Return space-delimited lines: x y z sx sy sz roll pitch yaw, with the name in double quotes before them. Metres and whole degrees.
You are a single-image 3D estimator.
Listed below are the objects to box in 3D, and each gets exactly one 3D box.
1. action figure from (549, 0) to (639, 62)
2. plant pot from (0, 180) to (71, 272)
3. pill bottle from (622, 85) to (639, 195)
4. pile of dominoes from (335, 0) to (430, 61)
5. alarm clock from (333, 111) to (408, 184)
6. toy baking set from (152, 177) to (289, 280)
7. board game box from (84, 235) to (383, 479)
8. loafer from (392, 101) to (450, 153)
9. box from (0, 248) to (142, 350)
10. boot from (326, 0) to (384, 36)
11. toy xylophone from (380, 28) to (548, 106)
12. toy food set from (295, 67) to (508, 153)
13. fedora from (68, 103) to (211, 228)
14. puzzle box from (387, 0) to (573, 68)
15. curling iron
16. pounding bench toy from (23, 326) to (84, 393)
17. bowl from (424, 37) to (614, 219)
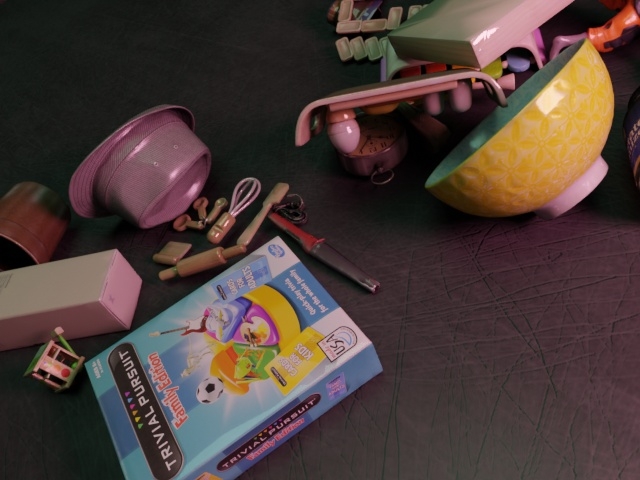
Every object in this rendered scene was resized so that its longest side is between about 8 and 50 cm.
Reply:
"action figure" 0.555 -0.372 0.978 0.330 0.178 0.341 3 47 36
"plant pot" -0.559 -0.013 1.091 0.167 0.167 0.165 -7 41 15
"pill bottle" 0.491 -0.142 0.815 0.123 0.122 0.219 -1 37 20
"pile of dominoes" 0.157 -0.468 1.289 0.251 0.040 0.196 4 73 22
"alarm clock" 0.092 -0.157 1.031 0.129 0.064 0.192 -16 43 6
"toy baking set" -0.179 -0.028 1.014 0.256 0.030 0.196 -15 44 20
"board game box" -0.126 0.173 0.806 0.336 0.079 0.254 -34 47 -11
"loafer" 0.179 -0.210 1.056 0.050 0.056 0.148 -30 56 -8
"box" -0.450 0.103 0.981 0.275 0.094 0.113 -9 48 12
"boot" 0.126 -0.556 1.383 0.106 0.082 0.219 39 73 24
"toy xylophone" 0.259 -0.337 1.116 0.323 0.081 0.236 0 55 20
"toy food set" 0.125 -0.204 0.929 0.306 0.092 0.219 -7 16 13
"fedora" -0.298 -0.112 1.064 0.124 0.243 0.275 38 58 10
"puzzle box" 0.342 -0.437 1.003 0.409 0.052 0.272 -37 28 -5
"curling iron" 0.000 0.000 0.944 0.068 0.035 0.274 -37 47 -13
"pounding bench toy" -0.399 0.183 0.906 0.052 0.065 0.083 -28 34 43
"bowl" 0.305 -0.122 0.833 0.156 0.289 0.289 46 70 -3
